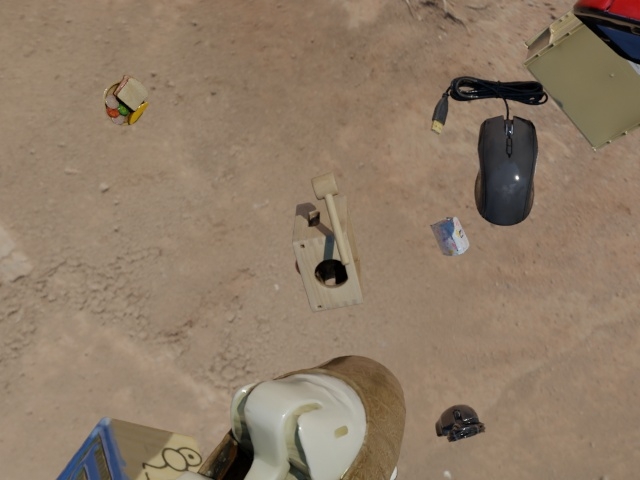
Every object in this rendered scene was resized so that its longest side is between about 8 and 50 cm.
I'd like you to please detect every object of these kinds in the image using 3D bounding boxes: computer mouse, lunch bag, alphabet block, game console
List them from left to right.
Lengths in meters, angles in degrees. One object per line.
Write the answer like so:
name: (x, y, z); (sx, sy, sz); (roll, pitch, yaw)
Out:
alphabet block: (-0.317, 0.446, 1.166); (0.197, 0.192, 0.193); (29, 105, -39)
lunch bag: (0.259, -0.008, 1.359); (0.053, 0.083, 0.071); (-25, 93, -1)
computer mouse: (0.205, 0.269, 1.021); (0.071, 0.242, 0.041); (-14, 77, 5)
computer mouse: (0.267, -0.160, 1.114); (0.184, 0.060, 0.262); (10, 75, 10)
game console: (0.566, -0.263, 0.989); (0.342, 0.386, 0.060); (35, 111, 30)

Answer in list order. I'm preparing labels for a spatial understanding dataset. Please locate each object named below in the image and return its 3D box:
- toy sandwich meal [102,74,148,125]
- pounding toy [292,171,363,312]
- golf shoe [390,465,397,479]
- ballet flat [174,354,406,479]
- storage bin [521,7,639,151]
toy sandwich meal: (-0.329, -0.236, 1.165); (0.029, 0.085, 0.085); (14, 125, 47)
pounding toy: (-0.002, 0.000, 1.015); (0.094, 0.181, 0.206); (-11, 118, 8)
golf shoe: (0.063, 0.333, 1.133); (0.198, 0.094, 0.077); (47, 68, -5)
ballet flat: (-0.051, 0.165, 0.416); (0.116, 0.342, 0.124); (21, 137, 32)
storage bin: (0.598, -0.362, 1.401); (0.262, 0.123, 0.260); (45, 132, -14)
